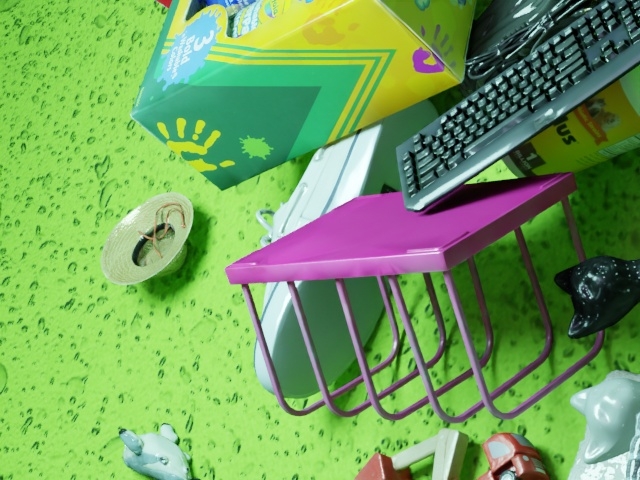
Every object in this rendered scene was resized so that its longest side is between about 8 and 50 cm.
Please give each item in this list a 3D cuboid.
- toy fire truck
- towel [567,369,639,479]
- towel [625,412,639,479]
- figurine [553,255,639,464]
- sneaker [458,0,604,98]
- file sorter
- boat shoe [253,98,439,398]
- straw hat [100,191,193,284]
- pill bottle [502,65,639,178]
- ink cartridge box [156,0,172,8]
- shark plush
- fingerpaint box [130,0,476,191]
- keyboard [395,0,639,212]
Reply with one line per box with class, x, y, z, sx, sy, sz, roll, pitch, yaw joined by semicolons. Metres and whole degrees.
toy fire truck;0.127;0.233;1.519;0.192;0.047;0.135;-43;42;23
towel;0.278;0.255;1.341;0.187;0.049;0.282;10;77;49
towel;0.301;0.262;1.128;0.121;0.284;0.235;25;88;52
figurine;0.304;0.082;1.314;0.209;0.092;0.215;-17;48;21
sneaker;0.249;-0.261;1.614;0.286;0.109;0.130;-35;37;25
file sorter;0.096;0.064;1.498;0.291;0.202;0.182;-5;107;47
boat shoe;-0.005;-0.005;1.725;0.156;0.136;0.367;10;75;49
straw hat;-0.205;0.013;1.991;0.144;0.061;0.144;-20;47;22
pill bottle;0.274;-0.139;1.502;0.215;0.117;0.117;-24;53;38
ink cartridge box;-0.190;-0.465;2.180;0.309;0.130;0.272;37;99;50
shark plush;-0.178;0.277;1.851;0.161;0.073;0.067;30;113;30
fingerpaint box;0.007;-0.323;1.785;0.371;0.163;0.444;-21;42;40
keyboard;0.200;-0.163;1.475;0.317;0.033;0.201;-34;27;21
